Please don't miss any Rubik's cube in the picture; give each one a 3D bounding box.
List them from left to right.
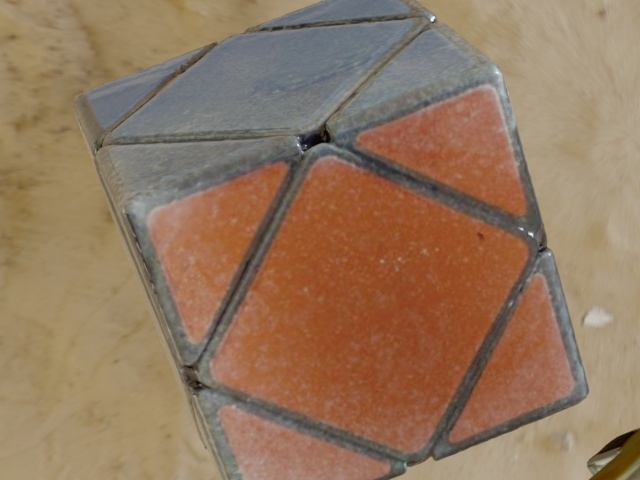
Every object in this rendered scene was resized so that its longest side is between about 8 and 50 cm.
[{"bbox_3d":[0.000,0.000,0.993,0.205,0.205,0.207,-23,115,-6],"label":"Rubik's cube"}]

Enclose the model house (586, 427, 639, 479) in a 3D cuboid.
[{"bbox_3d":[0.200,0.102,0.528,0.215,0.198,0.224,-30,91,44],"label":"model house"}]
